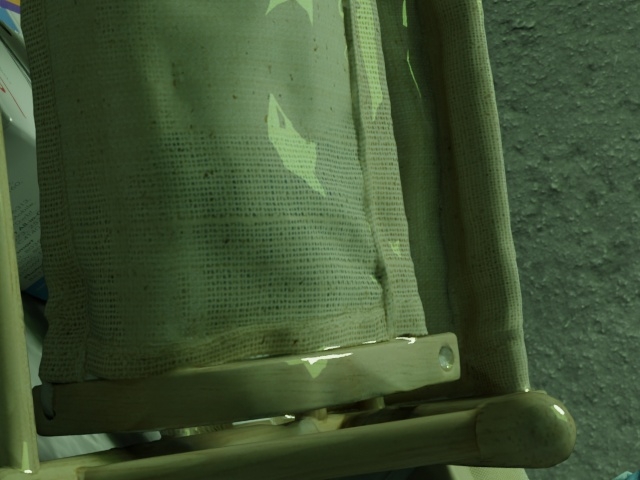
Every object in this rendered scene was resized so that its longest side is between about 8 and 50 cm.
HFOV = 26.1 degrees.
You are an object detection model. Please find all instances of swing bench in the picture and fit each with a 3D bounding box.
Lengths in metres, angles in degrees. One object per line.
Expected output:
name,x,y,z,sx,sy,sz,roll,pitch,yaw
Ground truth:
swing bench,-0.013,-0.045,0.473,0.255,0.165,0.253,41,42,-81

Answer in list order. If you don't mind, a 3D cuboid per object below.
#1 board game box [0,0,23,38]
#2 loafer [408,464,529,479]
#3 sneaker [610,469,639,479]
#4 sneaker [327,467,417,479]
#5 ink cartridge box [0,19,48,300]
board game box,-0.149,-0.124,0.615,0.039,0.124,0.259,19,-8,23
loafer,0.052,0.095,0.820,0.092,0.102,0.268,-19,89,-56
sneaker,0.199,0.219,0.960,0.127,0.208,0.319,49,2,-6
sneaker,-0.005,0.053,0.754,0.222,0.118,0.083,53,4,36
ink cartridge box,-0.138,-0.047,0.509,0.104,0.060,0.180,53,3,17
